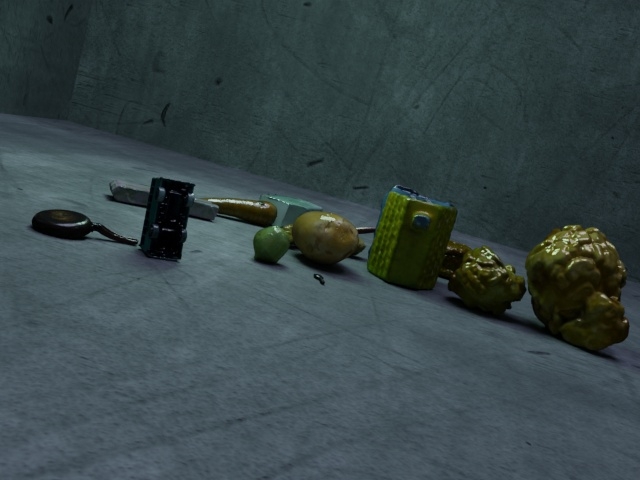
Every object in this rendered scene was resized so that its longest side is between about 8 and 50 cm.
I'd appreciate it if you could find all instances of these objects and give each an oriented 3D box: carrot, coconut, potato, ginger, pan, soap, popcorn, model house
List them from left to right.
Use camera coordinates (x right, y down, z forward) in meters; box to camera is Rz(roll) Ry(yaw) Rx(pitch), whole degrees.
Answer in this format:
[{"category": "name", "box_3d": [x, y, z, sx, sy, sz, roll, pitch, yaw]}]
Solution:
[{"category": "pan", "box_3d": [-0.469, -0.026, 1.479, 0.212, 0.040, 0.115, 11, 15, -25]}, {"category": "carrot", "box_3d": [-0.277, -0.098, 2.222, 0.298, 0.078, 0.078, 7, 11, -18]}, {"category": "coconut", "box_3d": [-0.119, 0.010, 1.724, 0.088, 0.096, 0.088, 50, -8, 10]}, {"category": "soap", "box_3d": [-0.103, -0.090, 2.390, 0.145, 0.091, 0.230, 18, 8, 20]}, {"category": "ginger", "box_3d": [0.000, -0.004, 2.079, 0.298, 0.065, 0.118, 11, -9, -40]}, {"category": "potato", "box_3d": [0.006, -0.009, 1.890, 0.150, 0.146, 0.234, 57, -16, -11]}, {"category": "model house", "box_3d": [0.244, -0.009, 1.968, 0.215, 0.237, 0.303, 17, 9, 6]}, {"category": "popcorn", "box_3d": [0.418, 0.108, 1.847, 0.197, 0.156, 0.197, 34, -1, 1]}, {"category": "popcorn", "box_3d": [0.620, 0.124, 1.791, 0.225, 0.265, 0.332, -5, 54, -14]}]

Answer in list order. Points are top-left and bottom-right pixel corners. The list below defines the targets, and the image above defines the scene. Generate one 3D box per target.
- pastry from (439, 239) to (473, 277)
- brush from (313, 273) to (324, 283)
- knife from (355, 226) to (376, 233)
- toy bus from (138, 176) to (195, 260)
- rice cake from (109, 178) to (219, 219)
[{"category": "pastry", "box_3d": [0.382, 0.052, 2.271, 0.188, 0.103, 0.189, 15, 8, -2]}, {"category": "brush", "box_3d": [-0.001, 0.087, 1.677, 0.024, 0.008, 0.083, 17, 8, -12]}, {"category": "knife", "box_3d": [0.055, -0.024, 2.171, 0.247, 0.018, 0.035, -4, -14, 13]}, {"category": "toy bus", "box_3d": [-0.314, -0.045, 1.492, 0.079, 0.160, 0.092, 10, 1, -30]}, {"category": "rice cake", "box_3d": [-0.442, -0.114, 2.066, 0.297, 0.050, 0.106, 12, 10, -22]}]
